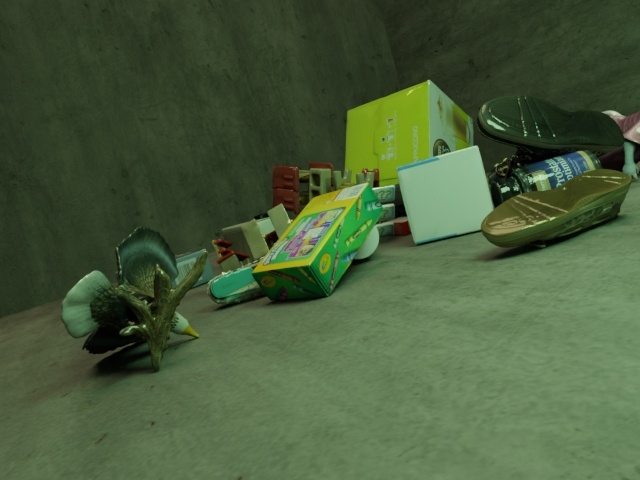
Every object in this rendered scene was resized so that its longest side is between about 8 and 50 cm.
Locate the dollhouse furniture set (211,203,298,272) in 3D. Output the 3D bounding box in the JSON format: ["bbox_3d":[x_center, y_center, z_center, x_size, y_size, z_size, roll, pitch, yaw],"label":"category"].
[{"bbox_3d":[-0.138,0.004,1.274,0.259,0.135,0.262,-29,-15,11],"label":"dollhouse furniture set"}]

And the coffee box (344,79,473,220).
[{"bbox_3d":[0.314,-0.294,1.747,0.338,0.338,0.334,-10,-19,39],"label":"coffee box"}]

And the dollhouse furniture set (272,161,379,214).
[{"bbox_3d":[0.037,-0.161,1.597,0.374,0.152,0.201,12,18,40],"label":"dollhouse furniture set"}]

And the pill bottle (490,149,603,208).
[{"bbox_3d":[0.514,-0.122,1.139,0.219,0.123,0.123,-15,6,6],"label":"pill bottle"}]

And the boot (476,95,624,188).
[{"bbox_3d":[0.515,-0.215,1.254,0.377,0.138,0.284,0,-26,-17],"label":"boot"}]

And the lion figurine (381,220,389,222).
[{"bbox_3d":[0.025,-0.034,1.742,0.392,0.142,0.240,-3,-10,-33],"label":"lion figurine"}]

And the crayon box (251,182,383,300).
[{"bbox_3d":[0.000,0.000,1.045,0.165,0.081,0.278,-10,32,42],"label":"crayon box"}]

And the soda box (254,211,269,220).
[{"bbox_3d":[-0.182,-0.018,1.802,0.053,0.169,0.060,-12,7,43],"label":"soda box"}]

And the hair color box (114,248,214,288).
[{"bbox_3d":[-0.552,0.123,1.733,0.185,0.114,0.374,-21,7,-41],"label":"hair color box"}]

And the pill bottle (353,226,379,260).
[{"bbox_3d":[0.076,-0.012,1.273,0.121,0.121,0.221,-16,6,-5],"label":"pill bottle"}]

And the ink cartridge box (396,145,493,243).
[{"bbox_3d":[0.332,-0.125,1.289,0.198,0.197,0.270,-13,6,19],"label":"ink cartridge box"}]

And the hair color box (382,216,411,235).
[{"bbox_3d":[0.253,-0.045,1.515,0.072,0.043,0.141,-17,7,-15],"label":"hair color box"}]

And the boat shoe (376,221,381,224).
[{"bbox_3d":[0.085,-0.045,1.563,0.285,0.092,0.103,-23,45,-31],"label":"boat shoe"}]

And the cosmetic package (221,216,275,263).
[{"bbox_3d":[-0.219,0.013,1.667,0.113,0.160,0.309,-18,7,-28],"label":"cosmetic package"}]

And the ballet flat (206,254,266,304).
[{"bbox_3d":[-0.139,0.087,1.132,0.240,0.091,0.077,-13,-17,-9],"label":"ballet flat"}]

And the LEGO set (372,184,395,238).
[{"bbox_3d":[0.099,-0.057,1.427,0.244,0.182,0.060,-8,40,-4],"label":"LEGO set"}]

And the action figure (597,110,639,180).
[{"bbox_3d":[0.854,-0.298,1.313,0.248,0.276,0.370,-11,-10,-18],"label":"action figure"}]

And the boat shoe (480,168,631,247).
[{"bbox_3d":[0.418,-0.039,0.873,0.285,0.089,0.104,-19,32,-8],"label":"boat shoe"}]

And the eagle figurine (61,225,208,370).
[{"bbox_3d":[-0.309,0.111,0.857,0.226,0.225,0.298,-30,22,-25],"label":"eagle figurine"}]
